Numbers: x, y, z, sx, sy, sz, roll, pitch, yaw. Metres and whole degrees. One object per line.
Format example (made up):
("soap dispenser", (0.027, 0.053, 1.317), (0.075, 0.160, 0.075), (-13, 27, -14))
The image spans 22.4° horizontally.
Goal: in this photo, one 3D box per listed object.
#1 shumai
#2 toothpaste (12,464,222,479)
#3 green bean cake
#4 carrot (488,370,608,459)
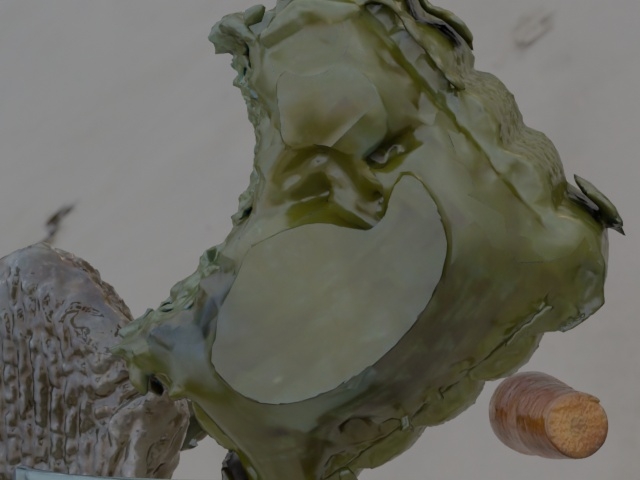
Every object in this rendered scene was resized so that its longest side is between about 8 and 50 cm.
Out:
("shumai", (-0.220, 0.139, 1.726), (0.267, 0.314, 0.262), (-11, 6, 31))
("toothpaste", (-0.100, 0.204, 1.204), (0.268, 0.069, 0.047), (-2, 45, 10))
("green bean cake", (0.000, 0.000, 1.005), (0.310, 0.285, 0.202), (-42, 2, 10))
("carrot", (0.209, 0.166, 1.532), (0.087, 0.087, 0.193), (-45, 1, -5))
